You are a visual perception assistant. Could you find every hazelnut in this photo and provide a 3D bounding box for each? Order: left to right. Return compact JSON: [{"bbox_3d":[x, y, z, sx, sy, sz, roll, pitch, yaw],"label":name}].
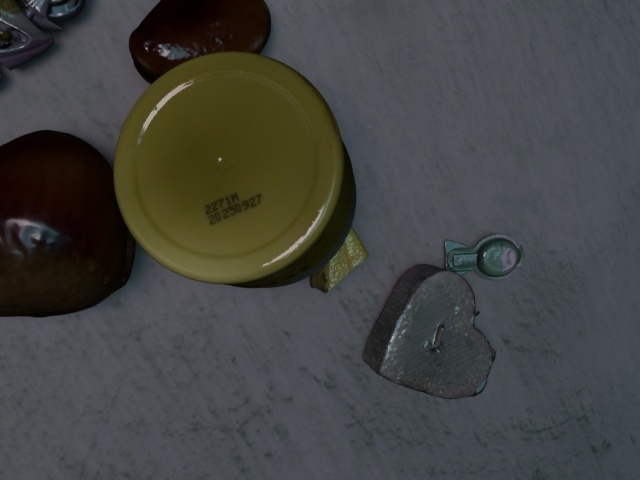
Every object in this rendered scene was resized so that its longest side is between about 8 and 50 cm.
[{"bbox_3d":[-0.290,-0.023,0.590,0.208,0.208,0.208,-2,98,-16],"label":"hazelnut"}]

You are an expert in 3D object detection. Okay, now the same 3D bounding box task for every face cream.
[{"bbox_3d":[-0.075,-0.060,0.598,0.218,0.179,0.218,-1,84,7],"label":"face cream"}]

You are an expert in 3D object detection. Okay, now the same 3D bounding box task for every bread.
[{"bbox_3d":[0.000,0.000,0.717,0.080,0.084,0.109,-38,106,-10],"label":"bread"}]

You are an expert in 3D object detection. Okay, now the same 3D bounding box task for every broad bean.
[{"bbox_3d":[-0.133,-0.234,0.649,0.165,0.084,0.114,-43,104,-13],"label":"broad bean"}]

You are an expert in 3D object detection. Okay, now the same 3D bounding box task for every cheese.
[{"bbox_3d":[0.236,0.025,0.818,0.121,0.026,0.067,-3,99,-7],"label":"cheese"}]

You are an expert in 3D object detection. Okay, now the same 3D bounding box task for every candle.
[{"bbox_3d":[0.143,0.138,0.785,0.168,0.068,0.192,-22,104,-13],"label":"candle"}]

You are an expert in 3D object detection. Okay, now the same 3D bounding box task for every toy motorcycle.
[{"bbox_3d":[-0.366,-0.235,0.588,0.225,0.073,0.152,8,98,-18],"label":"toy motorcycle"}]
